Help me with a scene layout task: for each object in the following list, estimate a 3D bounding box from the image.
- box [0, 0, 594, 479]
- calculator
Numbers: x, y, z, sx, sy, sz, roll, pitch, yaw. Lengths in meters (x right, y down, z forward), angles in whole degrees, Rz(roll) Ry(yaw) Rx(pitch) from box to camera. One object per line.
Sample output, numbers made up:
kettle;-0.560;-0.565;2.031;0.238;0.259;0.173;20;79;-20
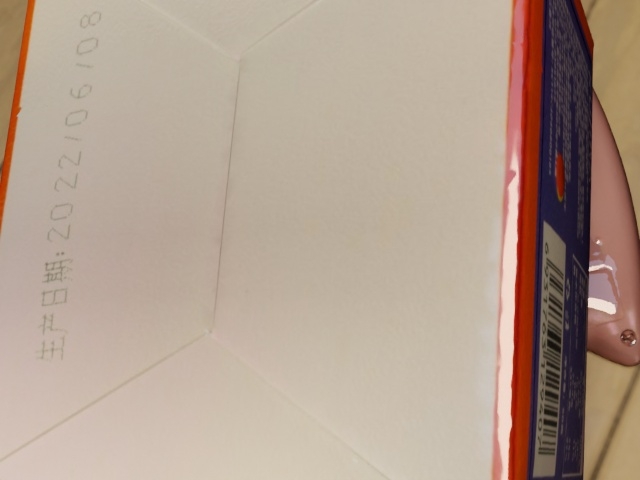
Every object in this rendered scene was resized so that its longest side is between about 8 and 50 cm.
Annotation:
box;0.000;0.000;0.591;0.318;0.257;0.349;-2;77;24
calculator;0.127;-0.047;0.739;0.220;0.048;0.330;-14;67;8
